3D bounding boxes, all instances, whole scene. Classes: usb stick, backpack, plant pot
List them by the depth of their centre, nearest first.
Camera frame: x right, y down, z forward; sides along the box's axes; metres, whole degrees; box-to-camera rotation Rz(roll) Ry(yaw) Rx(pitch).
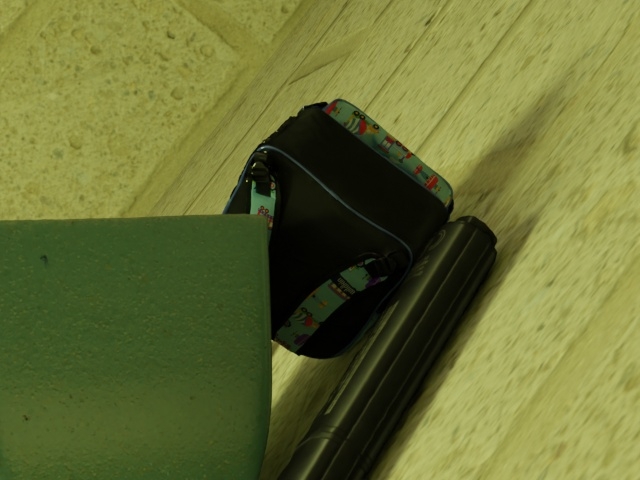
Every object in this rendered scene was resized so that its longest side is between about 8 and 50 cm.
[{"bbox_3d":[0.035,0.098,1.258,0.278,0.045,0.077,-57,4,-30],"label":"usb stick"},{"bbox_3d":[-0.177,0.138,1.408,0.247,0.247,0.252,-33,62,59],"label":"plant pot"},{"bbox_3d":[0.000,0.000,1.488,0.117,0.158,0.173,-49,-6,-45],"label":"backpack"}]
